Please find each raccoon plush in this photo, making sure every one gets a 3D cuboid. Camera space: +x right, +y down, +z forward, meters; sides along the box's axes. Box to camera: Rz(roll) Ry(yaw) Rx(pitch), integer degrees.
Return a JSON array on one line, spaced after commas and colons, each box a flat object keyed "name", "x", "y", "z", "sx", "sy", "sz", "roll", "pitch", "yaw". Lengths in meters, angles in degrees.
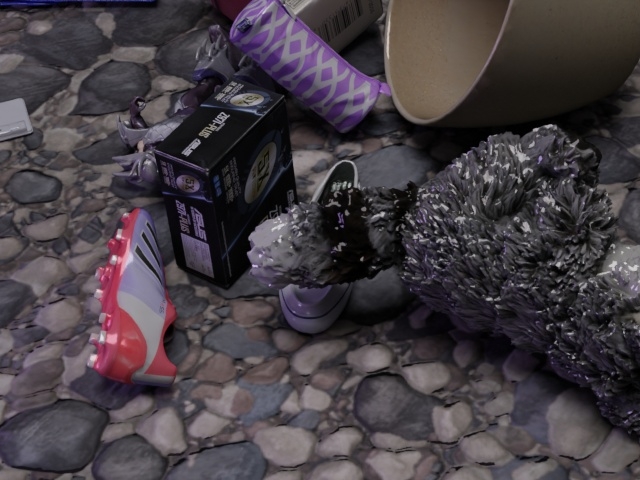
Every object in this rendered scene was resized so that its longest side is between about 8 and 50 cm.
[{"name": "raccoon plush", "x": 0.173, "y": 0.084, "z": 1.571, "sx": 0.446, "sy": 0.216, "sz": 0.299, "roll": -19, "pitch": 54, "yaw": 4}]

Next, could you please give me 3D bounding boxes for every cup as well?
[{"name": "cup", "x": 0.255, "y": -0.277, "z": 1.849, "sx": 0.236, "sy": 0.331, "sz": 0.331, "roll": 12, "pitch": 40, "yaw": -24}]

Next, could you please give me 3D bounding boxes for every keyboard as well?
[{"name": "keyboard", "x": -0.496, "y": -0.129, "z": 1.935, "sx": 0.256, "sy": 0.014, "sz": 0.072, "roll": -15, "pitch": 41, "yaw": -11}]

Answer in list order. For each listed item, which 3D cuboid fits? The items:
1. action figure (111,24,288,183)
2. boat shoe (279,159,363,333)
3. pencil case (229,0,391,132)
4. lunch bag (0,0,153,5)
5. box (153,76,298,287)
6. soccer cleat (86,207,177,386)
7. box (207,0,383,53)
[{"name": "action figure", "x": -0.153, "y": -0.155, "z": 1.865, "sx": 0.185, "sy": 0.099, "sz": 0.285, "roll": 4, "pitch": 37, "yaw": 29}, {"name": "boat shoe", "x": 0.000, "y": 0.000, "z": 1.718, "sx": 0.083, "sy": 0.076, "sz": 0.226, "roll": 4, "pitch": 45, "yaw": 9}, {"name": "pencil case", "x": -0.017, "y": -0.222, "z": 1.863, "sx": 0.088, "sy": 0.206, "sz": 0.086, "roll": -42, "pitch": 24, "yaw": 21}, {"name": "lunch bag", "x": -0.375, "y": -0.435, "z": 2.165, "sx": 0.293, "sy": 0.138, "sz": 0.221, "roll": -7, "pitch": 46, "yaw": 12}, {"name": "box", "x": -0.102, "y": -0.065, "z": 1.717, "sx": 0.077, "sy": 0.180, "sz": 0.147, "roll": 22, "pitch": 49, "yaw": 26}, {"name": "soccer cleat", "x": -0.198, "y": 0.063, "z": 1.682, "sx": 0.095, "sy": 0.083, "sz": 0.248, "roll": 21, "pitch": 37, "yaw": -17}, {"name": "box", "x": -0.051, "y": -0.350, "z": 2.009, "sx": 0.148, "sy": 0.127, "sz": 0.232, "roll": -41, "pitch": 60, "yaw": -15}]
